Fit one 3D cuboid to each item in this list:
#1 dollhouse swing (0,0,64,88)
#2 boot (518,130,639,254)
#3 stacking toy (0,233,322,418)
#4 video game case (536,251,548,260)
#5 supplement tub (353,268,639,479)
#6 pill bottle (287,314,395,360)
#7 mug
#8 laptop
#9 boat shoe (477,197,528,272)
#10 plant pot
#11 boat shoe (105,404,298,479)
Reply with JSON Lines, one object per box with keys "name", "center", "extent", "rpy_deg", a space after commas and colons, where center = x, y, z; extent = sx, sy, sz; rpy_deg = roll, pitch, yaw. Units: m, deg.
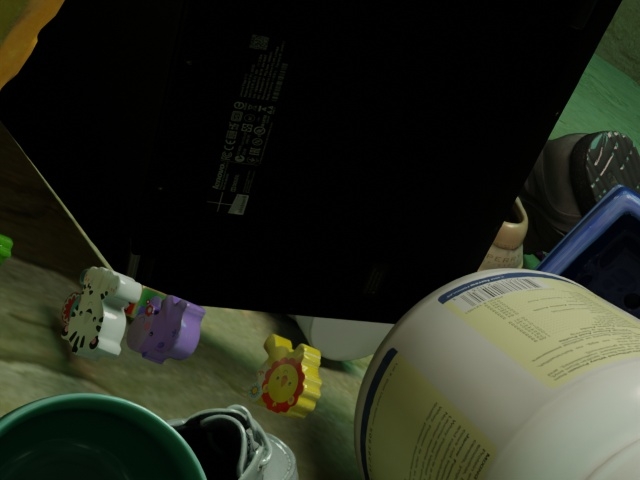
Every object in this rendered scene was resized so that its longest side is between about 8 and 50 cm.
{"name": "dollhouse swing", "center": [-0.255, -0.186, 0.769], "extent": [0.305, 0.347, 0.315], "rpy_deg": [39, 23, 0]}
{"name": "boot", "center": [0.327, 0.015, 1.671], "extent": [0.118, 0.338, 0.223], "rpy_deg": [-19, 12, -30]}
{"name": "stacking toy", "center": [-0.125, 0.053, 0.863], "extent": [0.167, 0.052, 0.221], "rpy_deg": [25, -7, -41]}
{"name": "video game case", "center": [0.352, -0.005, 1.895], "extent": [0.210, 0.042, 0.232], "rpy_deg": [46, 22, 14]}
{"name": "supplement tub", "center": [0.174, 0.166, 0.874], "extent": [0.235, 0.235, 0.325], "rpy_deg": [33, 3, -21]}
{"name": "pill bottle", "center": [0.000, 0.000, 1.174], "extent": [0.119, 0.119, 0.208], "rpy_deg": [22, 27, -40]}
{"name": "mug", "center": [-0.131, 0.155, 0.659], "extent": [0.129, 0.157, 0.097], "rpy_deg": [30, -16, -11]}
{"name": "laptop", "center": [-0.056, -0.155, 0.942], "extent": [0.408, 0.382, 0.236], "rpy_deg": [7, 50, -12]}
{"name": "boat shoe", "center": [0.175, -0.084, 1.601], "extent": [0.122, 0.110, 0.341], "rpy_deg": [-1, 40, -20]}
{"name": "plant pot", "center": [0.338, 0.084, 1.447], "extent": [0.236, 0.236, 0.212], "rpy_deg": [41, 15, 1]}
{"name": "boat shoe", "center": [-0.069, 0.146, 0.821], "extent": [0.079, 0.081, 0.227], "rpy_deg": [49, 23, 20]}
